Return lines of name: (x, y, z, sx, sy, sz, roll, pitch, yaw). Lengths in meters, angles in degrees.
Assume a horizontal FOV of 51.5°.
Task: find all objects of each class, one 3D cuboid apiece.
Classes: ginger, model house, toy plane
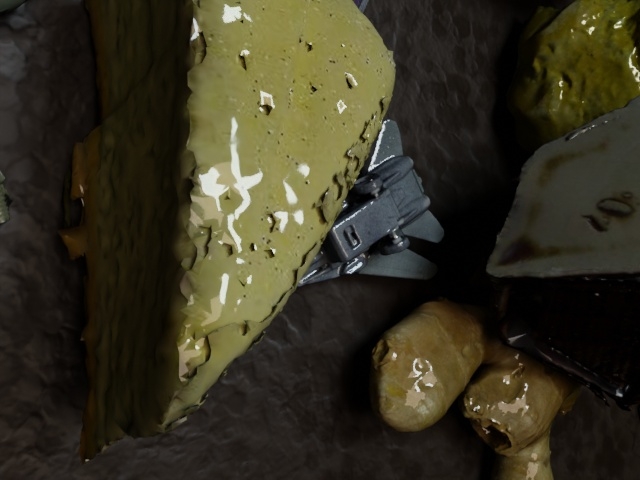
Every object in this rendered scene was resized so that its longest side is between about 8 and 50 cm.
ginger: (0.228, 0.150, 0.793, 0.363, 0.122, 0.348, 46, 62, -17)
model house: (0.350, 0.006, 0.722, 0.317, 0.297, 0.283, -63, 148, -25)
toy plane: (0.006, 0.000, 0.651, 0.267, 0.088, 0.212, -35, 106, -30)

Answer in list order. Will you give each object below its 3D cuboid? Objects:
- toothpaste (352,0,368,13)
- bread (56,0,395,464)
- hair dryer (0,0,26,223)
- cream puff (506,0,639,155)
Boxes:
toothpaste: (-0.019, -0.314, 0.625, 0.299, 0.073, 0.114, 43, 61, -51)
bread: (-0.125, -0.060, 0.473, 0.279, 0.248, 0.315, 50, 50, -16)
hair dryer: (-0.306, -0.129, 0.444, 0.218, 0.088, 0.225, 5, 91, -49)
cream puff: (0.415, -0.183, 0.834, 0.323, 0.269, 0.275, -5, 95, -30)
